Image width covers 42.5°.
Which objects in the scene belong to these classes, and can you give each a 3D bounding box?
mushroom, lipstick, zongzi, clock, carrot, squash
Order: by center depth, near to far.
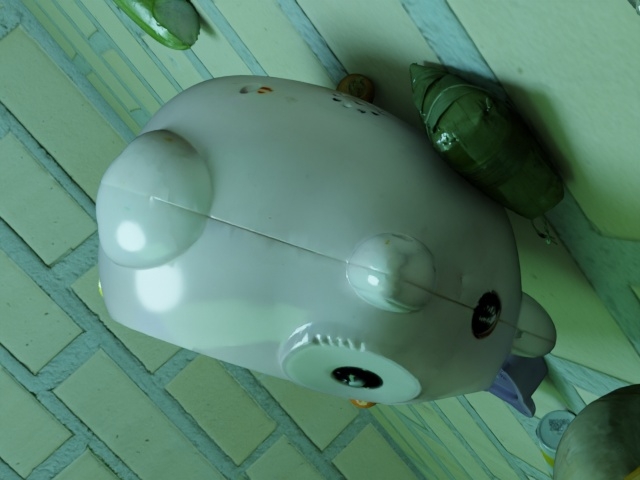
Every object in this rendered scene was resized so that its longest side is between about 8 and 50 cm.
[{"bbox_3d":[0.282,0.172,0.609,0.204,0.204,0.204,45,168,12],"label":"mushroom"},{"bbox_3d":[0.136,-0.072,0.642,0.154,0.062,0.130,36,-164,-28],"label":"zongzi"},{"bbox_3d":[0.000,0.000,0.743,0.376,0.251,0.368,13,173,43],"label":"clock"},{"bbox_3d":[0.022,-0.128,0.841,0.037,0.037,0.190,47,170,-1],"label":"carrot"},{"bbox_3d":[0.217,0.148,1.016,0.110,0.050,0.152,53,167,-26],"label":"clock"},{"bbox_3d":[-0.240,-0.327,1.040,0.239,0.069,0.069,46,168,6],"label":"squash"},{"bbox_3d":[0.334,0.307,1.102,0.059,0.059,0.264,38,166,39],"label":"lipstick"}]

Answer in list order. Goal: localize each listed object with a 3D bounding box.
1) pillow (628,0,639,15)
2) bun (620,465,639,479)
[{"bbox_3d":[0.167,-0.133,0.305,0.131,0.038,0.233,49,171,20],"label":"pillow"},{"bbox_3d":[0.256,0.159,0.396,0.299,0.298,0.165,70,-163,-62],"label":"bun"}]
